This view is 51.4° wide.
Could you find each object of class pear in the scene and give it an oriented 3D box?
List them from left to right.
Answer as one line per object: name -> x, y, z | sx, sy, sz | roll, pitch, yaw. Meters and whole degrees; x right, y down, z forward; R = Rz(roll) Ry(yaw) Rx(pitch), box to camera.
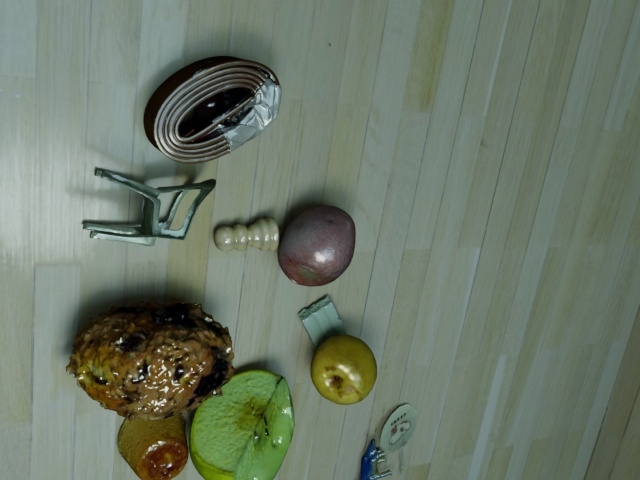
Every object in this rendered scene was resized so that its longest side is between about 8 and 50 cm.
pear -> -0.224, 0.583, 1.950 | 0.343, 0.238, 0.318 | -61, 149, -37
pear -> 0.074, 0.384, 2.006 | 0.208, 0.209, 0.209 | -11, 115, -25

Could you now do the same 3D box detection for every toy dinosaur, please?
toy dinosaur -> 0.151, 0.809, 2.353 | 0.188, 0.075, 0.248 | -26, 127, -15

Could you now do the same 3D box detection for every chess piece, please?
chess piece -> -0.203, -0.007, 1.803 | 0.170, 0.094, 0.094 | -9, 114, -22

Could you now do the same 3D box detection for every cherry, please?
cherry -> -0.009, 0.003, 1.847 | 0.205, 0.239, 0.240 | 14, 104, -10

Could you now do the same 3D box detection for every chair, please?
chair -> -0.404, -0.083, 1.591 | 0.274, 0.203, 0.191 | 11, 93, -27

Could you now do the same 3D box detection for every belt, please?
belt -> -0.260, -0.321, 1.619 | 0.338, 0.122, 0.217 | -33, 121, -14

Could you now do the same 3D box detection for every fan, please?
fan -> 0.291, 0.739, 2.422 | 0.190, 0.009, 0.329 | -28, 122, -32

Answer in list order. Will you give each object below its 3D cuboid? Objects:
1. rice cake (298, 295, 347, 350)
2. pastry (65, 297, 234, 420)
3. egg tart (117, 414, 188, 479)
rice cake -> 0.022, 0.289, 2.077 | 0.127, 0.043, 0.237 | -30, 124, -15
pastry -> -0.405, 0.296, 1.663 | 0.404, 0.337, 0.293 | 5, 100, -31
egg tart -> -0.454, 0.578, 1.864 | 0.202, 0.147, 0.203 | -12, 115, -28
